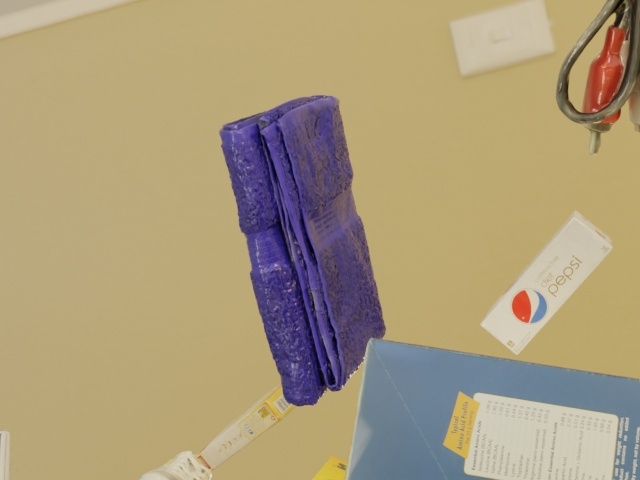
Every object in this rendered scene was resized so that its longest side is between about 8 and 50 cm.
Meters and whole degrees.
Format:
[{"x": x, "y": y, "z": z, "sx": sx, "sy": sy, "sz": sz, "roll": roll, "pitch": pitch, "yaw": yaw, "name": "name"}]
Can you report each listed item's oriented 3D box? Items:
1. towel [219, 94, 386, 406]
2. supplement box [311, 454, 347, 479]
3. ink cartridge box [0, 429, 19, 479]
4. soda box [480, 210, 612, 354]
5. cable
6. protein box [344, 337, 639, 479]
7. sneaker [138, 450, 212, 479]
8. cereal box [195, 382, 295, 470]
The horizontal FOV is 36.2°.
[{"x": 0.000, "y": 0.000, "z": 1.061, "sx": 0.228, "sy": 0.076, "sz": 0.308, "roll": -34, "pitch": 115, "yaw": -60, "name": "towel"}, {"x": 0.011, "y": 0.517, "z": 1.351, "sx": 0.356, "sy": 0.194, "sz": 0.195, "roll": -67, "pitch": 169, "yaw": 11, "name": "supplement box"}, {"x": -0.420, "y": 0.452, "z": 1.244, "sx": 0.330, "sy": 0.071, "sz": 0.324, "roll": 111, "pitch": -25, "yaw": -56, "name": "ink cartridge box"}, {"x": 0.333, "y": 0.063, "z": 1.446, "sx": 0.074, "sy": 0.216, "sz": 0.069, "roll": 39, "pitch": 18, "yaw": 6, "name": "soda box"}, {"x": 0.257, "y": -0.203, "z": 0.793, "sx": 0.072, "sy": 0.139, "sz": 0.287, "roll": -84, "pitch": 171, "yaw": -77, "name": "cable"}, {"x": 0.118, "y": 0.183, "z": 0.661, "sx": 0.136, "sy": 0.201, "sz": 0.199, "roll": 61, "pitch": 38, "yaw": -76, "name": "protein box"}, {"x": -0.216, "y": 0.361, "z": 1.465, "sx": 0.087, "sy": 0.092, "sz": 0.228, "roll": 45, "pitch": -12, "yaw": 2, "name": "sneaker"}, {"x": -0.102, "y": 0.306, "z": 1.717, "sx": 0.047, "sy": 0.240, "sz": 0.173, "roll": 51, "pitch": 38, "yaw": 3, "name": "cereal box"}]
